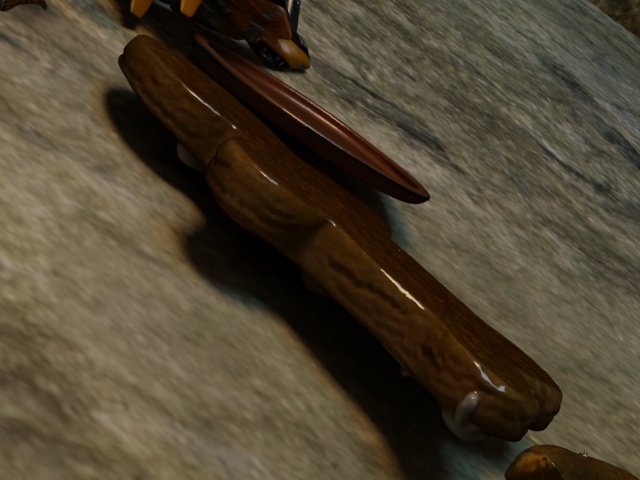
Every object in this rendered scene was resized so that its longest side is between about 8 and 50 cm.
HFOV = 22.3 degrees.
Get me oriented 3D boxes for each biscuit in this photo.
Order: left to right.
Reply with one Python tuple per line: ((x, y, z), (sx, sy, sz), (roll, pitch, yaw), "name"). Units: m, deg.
((-0.001, 0.001, 1.209), (0.432, 0.064, 0.283), (42, 8, 15), "biscuit")

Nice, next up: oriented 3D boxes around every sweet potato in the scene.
((0.203, 0.202, 1.164), (0.243, 0.077, 0.077), (33, 19, -45), "sweet potato")

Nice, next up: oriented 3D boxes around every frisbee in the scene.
((-0.009, -0.104, 1.420), (0.251, 0.021, 0.251), (33, 8, -5), "frisbee")

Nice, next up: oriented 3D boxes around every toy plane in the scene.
((-0.072, -0.228, 1.516), (0.204, 0.103, 0.316), (3, -4, 25), "toy plane")

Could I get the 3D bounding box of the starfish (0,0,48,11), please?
((-0.271, -0.192, 1.179), (0.130, 0.041, 0.133), (24, -3, 13), "starfish")
